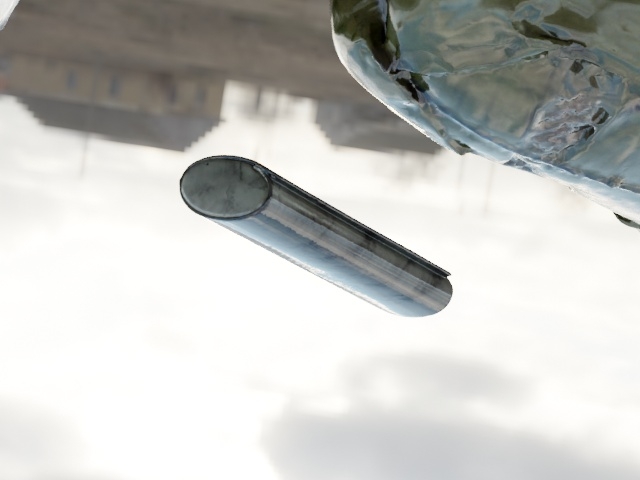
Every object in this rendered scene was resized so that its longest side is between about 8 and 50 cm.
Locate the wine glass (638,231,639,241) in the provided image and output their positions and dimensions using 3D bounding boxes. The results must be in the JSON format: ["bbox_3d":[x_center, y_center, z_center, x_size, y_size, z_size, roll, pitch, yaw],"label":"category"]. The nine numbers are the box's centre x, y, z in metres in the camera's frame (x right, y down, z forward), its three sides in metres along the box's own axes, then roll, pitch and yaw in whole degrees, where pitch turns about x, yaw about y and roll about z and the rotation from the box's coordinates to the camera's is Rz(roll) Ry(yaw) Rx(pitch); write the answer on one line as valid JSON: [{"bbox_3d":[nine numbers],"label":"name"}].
[{"bbox_3d":[0.299,-0.010,1.577,0.093,0.093,0.202,6,-148,-24],"label":"wine glass"}]

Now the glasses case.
[{"bbox_3d":[0.000,0.000,1.827,0.114,0.060,0.299,8,167,39],"label":"glasses case"}]

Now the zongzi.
[{"bbox_3d":[0.145,-0.077,1.068,0.356,0.174,0.393,2,158,-18],"label":"zongzi"}]

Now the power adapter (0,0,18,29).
[{"bbox_3d":[-0.306,-0.238,1.254,0.255,0.124,0.187,29,-173,1],"label":"power adapter"}]
